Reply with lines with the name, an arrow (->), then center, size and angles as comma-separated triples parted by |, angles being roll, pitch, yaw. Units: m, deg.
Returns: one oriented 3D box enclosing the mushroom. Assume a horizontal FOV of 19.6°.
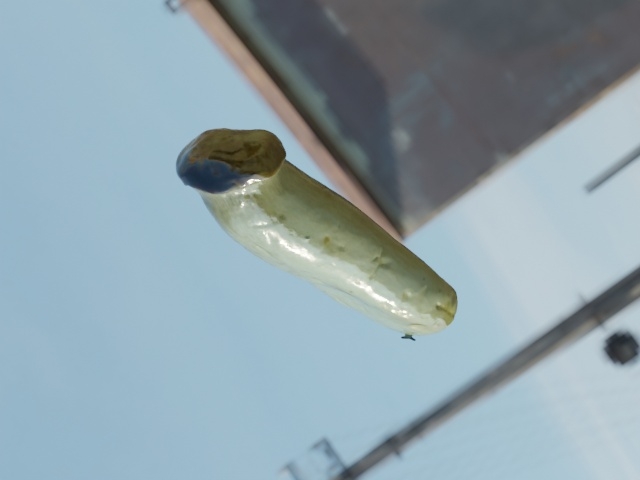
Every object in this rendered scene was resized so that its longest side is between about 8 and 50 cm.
mushroom -> 0.000, 0.000, 1.554 | 0.100, 0.081, 0.312 | 12, 162, 45
